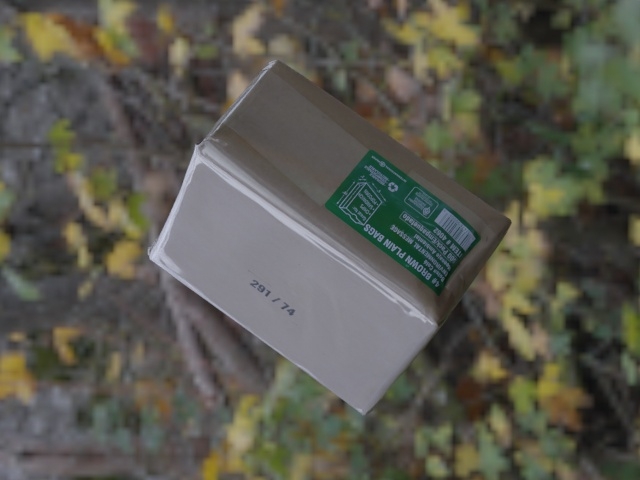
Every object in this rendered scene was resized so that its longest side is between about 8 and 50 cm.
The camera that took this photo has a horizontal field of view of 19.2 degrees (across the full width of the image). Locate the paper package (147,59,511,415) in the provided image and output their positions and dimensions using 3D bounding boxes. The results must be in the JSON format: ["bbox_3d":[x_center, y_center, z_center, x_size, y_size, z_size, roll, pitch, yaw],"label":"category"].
[{"bbox_3d":[0.000,0.000,2.103,0.168,0.325,0.309,-52,-3,-27],"label":"paper package"}]
